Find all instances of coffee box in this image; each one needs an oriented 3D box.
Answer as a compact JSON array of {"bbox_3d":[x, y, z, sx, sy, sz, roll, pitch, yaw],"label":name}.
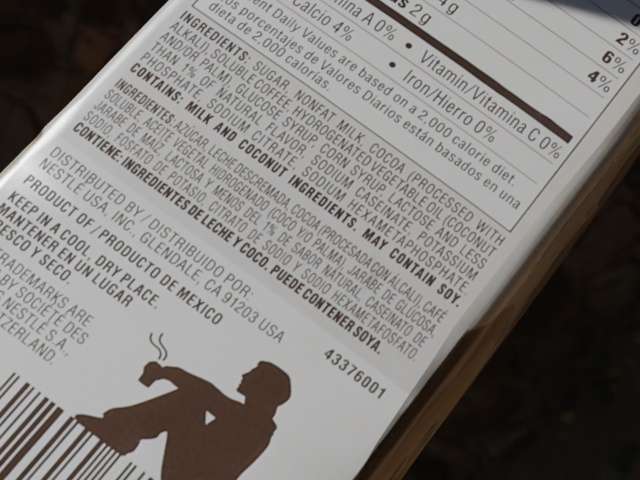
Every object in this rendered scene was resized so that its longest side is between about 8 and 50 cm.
[{"bbox_3d":[0.000,0.000,0.478,0.297,0.119,0.168,-50,-10,-24],"label":"coffee box"}]
